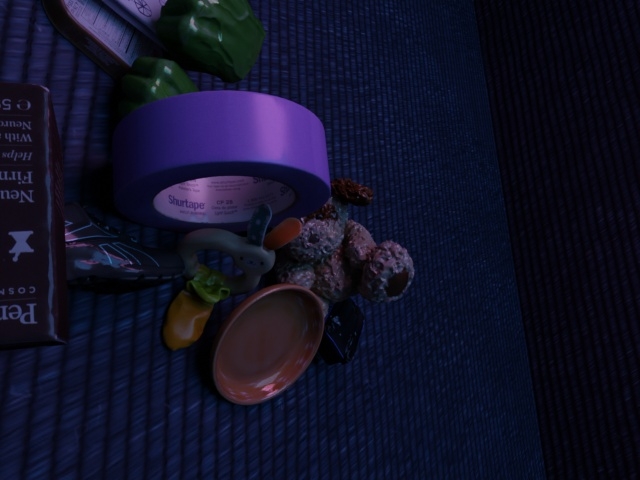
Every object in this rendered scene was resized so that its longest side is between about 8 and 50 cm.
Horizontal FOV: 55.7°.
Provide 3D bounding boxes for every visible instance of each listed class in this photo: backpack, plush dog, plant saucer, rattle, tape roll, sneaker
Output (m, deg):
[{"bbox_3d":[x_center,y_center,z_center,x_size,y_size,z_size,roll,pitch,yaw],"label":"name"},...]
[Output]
[{"bbox_3d":[0.021,0.154,1.092,0.105,0.084,0.114,57,40,-25],"label":"backpack"},{"bbox_3d":[0.000,0.000,1.021,0.210,0.263,0.225,-99,167,-67],"label":"plush dog"},{"bbox_3d":[-0.081,0.150,0.900,0.200,0.037,0.199,-23,128,-33],"label":"plant saucer"},{"bbox_3d":[-0.125,0.048,0.804,0.130,0.200,0.142,61,34,-20],"label":"rattle"},{"bbox_3d":[-0.126,-0.089,0.790,0.275,0.275,0.090,15,64,-54],"label":"tape roll"},{"bbox_3d":[-0.265,0.007,0.703,0.267,0.101,0.106,7,68,-56],"label":"sneaker"}]

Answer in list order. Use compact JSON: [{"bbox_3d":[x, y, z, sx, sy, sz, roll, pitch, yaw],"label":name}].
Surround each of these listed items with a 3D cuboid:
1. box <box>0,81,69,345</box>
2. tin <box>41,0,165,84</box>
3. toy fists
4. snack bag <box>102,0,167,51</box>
[{"bbox_3d":[-0.305,-0.008,0.504,0.169,0.167,0.203,-3,81,-21],"label":"box"},{"bbox_3d":[-0.295,-0.294,0.845,0.190,0.040,0.106,40,50,-42],"label":"tin"},{"bbox_3d":[-0.189,-0.242,0.850,0.279,0.096,0.142,-62,152,-5],"label":"toy fists"},{"bbox_3d":[-0.285,-0.461,0.893,0.323,0.037,0.342,33,43,-47],"label":"snack bag"}]
